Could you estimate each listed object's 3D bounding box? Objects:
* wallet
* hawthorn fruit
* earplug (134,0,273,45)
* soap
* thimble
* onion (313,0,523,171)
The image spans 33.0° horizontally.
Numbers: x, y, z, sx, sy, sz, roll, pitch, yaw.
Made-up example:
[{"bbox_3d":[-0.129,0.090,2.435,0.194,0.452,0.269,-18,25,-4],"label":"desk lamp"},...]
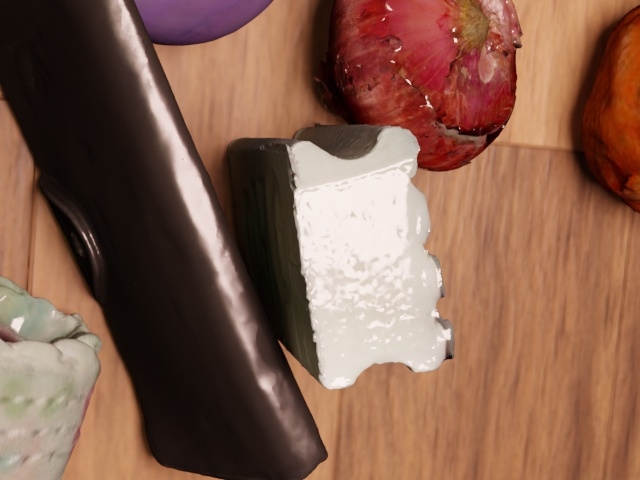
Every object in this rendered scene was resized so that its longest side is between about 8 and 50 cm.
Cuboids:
[{"bbox_3d":[-0.124,-0.012,0.730,0.051,0.197,0.378,-29,104,-35],"label":"wallet"},{"bbox_3d":[0.289,-0.104,0.861,0.173,0.173,0.179,-27,76,-12],"label":"hawthorn fruit"},{"bbox_3d":[-0.159,-0.340,0.686,0.215,0.215,0.456,-31,105,-11],"label":"earplug"},{"bbox_3d":[0.000,0.000,0.729,0.094,0.261,0.150,-14,98,-10],"label":"soap"},{"bbox_3d":[-0.246,0.102,0.717,0.211,0.185,0.149,16,97,-57],"label":"thimble"},{"bbox_3d":[0.063,-0.136,0.805,0.184,0.147,0.184,22,63,-52],"label":"onion"}]
